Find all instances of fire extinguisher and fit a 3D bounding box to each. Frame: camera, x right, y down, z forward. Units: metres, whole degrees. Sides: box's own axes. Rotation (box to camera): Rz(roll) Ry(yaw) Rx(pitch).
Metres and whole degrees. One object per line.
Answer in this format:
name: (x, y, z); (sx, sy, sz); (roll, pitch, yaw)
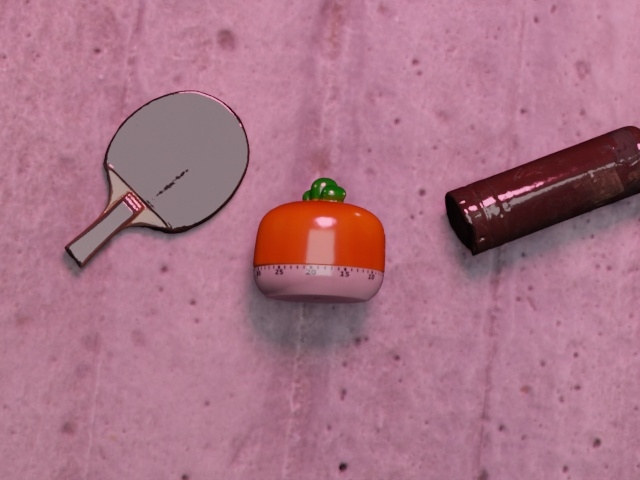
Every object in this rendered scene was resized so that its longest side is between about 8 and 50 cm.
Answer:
fire extinguisher: (0.265, -0.053, 1.530); (0.267, 0.072, 0.089); (-20, 80, -9)

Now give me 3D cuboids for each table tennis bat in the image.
table tennis bat: (-0.167, -0.057, 1.497); (0.220, 0.019, 0.130); (-44, 91, -10)

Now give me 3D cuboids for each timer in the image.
timer: (0.000, 0.000, 1.480); (0.136, 0.099, 0.136); (4, 76, -18)
